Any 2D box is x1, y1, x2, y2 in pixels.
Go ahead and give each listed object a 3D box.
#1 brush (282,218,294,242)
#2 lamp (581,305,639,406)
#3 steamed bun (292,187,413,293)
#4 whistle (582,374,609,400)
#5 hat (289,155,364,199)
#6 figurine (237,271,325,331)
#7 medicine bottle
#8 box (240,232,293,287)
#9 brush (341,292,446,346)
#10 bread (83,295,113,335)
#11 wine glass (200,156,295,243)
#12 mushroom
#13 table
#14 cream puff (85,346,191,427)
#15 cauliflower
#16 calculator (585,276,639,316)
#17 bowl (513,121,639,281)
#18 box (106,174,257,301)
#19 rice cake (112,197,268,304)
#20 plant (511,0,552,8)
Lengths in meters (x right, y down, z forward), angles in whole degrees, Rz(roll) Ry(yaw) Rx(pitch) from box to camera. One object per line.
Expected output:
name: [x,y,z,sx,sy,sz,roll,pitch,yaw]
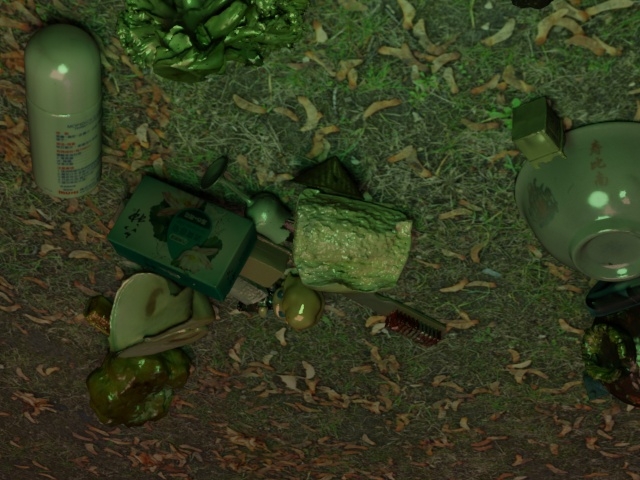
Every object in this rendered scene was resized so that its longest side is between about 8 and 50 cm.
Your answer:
brush: [0.000,0.000,1.864,0.193,0.016,0.063,15,139,-5]
lamp: [0.631,0.212,1.801,0.246,0.247,0.247,7,141,6]
steamed bun: [0.058,0.019,1.752,0.225,0.170,0.200,5,139,-3]
whistle: [0.703,0.277,1.995,0.062,0.062,0.304,33,136,-25]
hat: [0.020,-0.123,1.683,0.146,0.067,0.146,14,-177,-1]
figurine: [-0.087,0.129,1.984,0.196,0.114,0.108,7,164,22]
medicine bottle: [-0.449,-0.228,1.608,0.130,0.130,0.341,14,142,-3]
box: [-0.130,0.041,1.909,0.122,0.062,0.089,28,138,-19]
brush: [0.130,0.151,1.995,0.321,0.050,0.060,28,142,-18]
bread: [-0.497,0.187,2.165,0.053,0.074,0.132,-39,122,22]
wine glass: [-0.135,-0.073,1.761,0.079,0.079,0.195,-27,128,37]
mushroom: [-0.347,0.152,2.065,0.236,0.162,0.173,-24,166,19]
table: [0.365,-0.177,1.517,0.062,0.079,0.083,-19,134,34]
cream puff: [-0.456,0.331,2.267,0.281,0.185,0.282,-26,146,-20]
cauliflower: [-0.162,-0.320,1.339,0.272,0.250,0.275,20,145,-7]
calculator: [0.620,0.065,1.689,0.293,0.173,0.051,-26,92,41]
bowl: [0.511,-0.032,1.597,0.345,0.157,0.346,6,140,5]
box: [-0.262,-0.004,1.755,0.244,0.153,0.092,23,161,11]
rice cake: [-0.266,0.022,1.912,0.365,0.056,0.072,32,124,-20]
plant: [0.295,-0.394,1.271,0.092,0.094,0.143,13,154,20]
